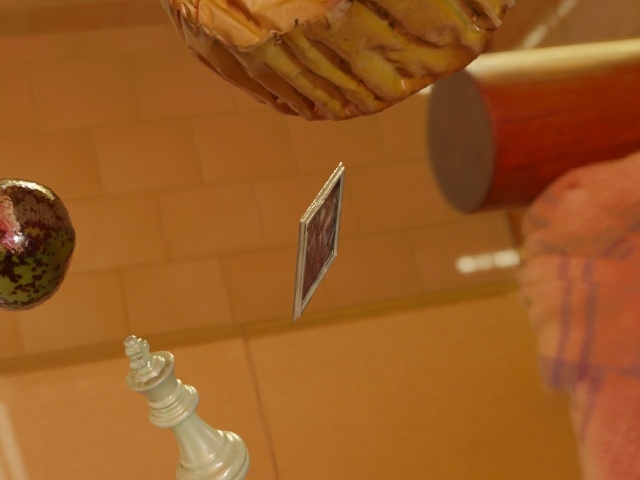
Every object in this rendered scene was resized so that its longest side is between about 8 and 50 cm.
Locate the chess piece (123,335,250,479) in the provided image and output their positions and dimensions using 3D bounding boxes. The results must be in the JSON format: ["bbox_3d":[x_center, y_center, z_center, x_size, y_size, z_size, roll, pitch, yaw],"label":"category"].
[{"bbox_3d":[-0.108,0.127,0.924,0.149,0.059,0.059,61,175,-33],"label":"chess piece"}]

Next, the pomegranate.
[{"bbox_3d":[-0.323,-0.001,1.251,0.138,0.163,0.125,95,-162,-45],"label":"pomegranate"}]

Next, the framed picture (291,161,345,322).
[{"bbox_3d":[0.000,0.000,1.566,0.183,0.011,0.142,-57,-25,-59],"label":"framed picture"}]

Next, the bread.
[{"bbox_3d":[0.002,-0.202,0.703,0.142,0.227,0.253,23,-143,-62],"label":"bread"}]
